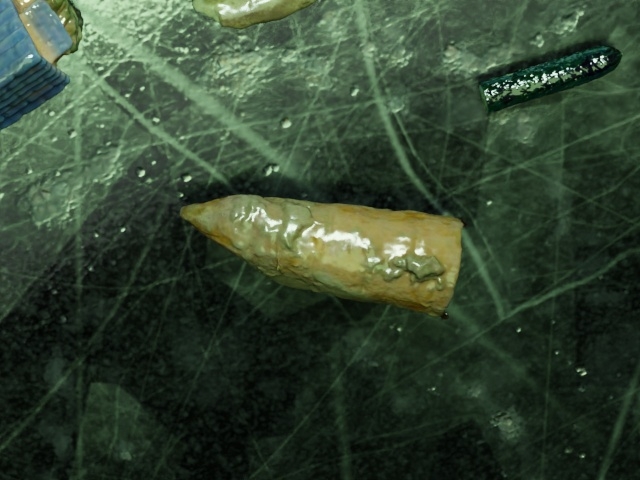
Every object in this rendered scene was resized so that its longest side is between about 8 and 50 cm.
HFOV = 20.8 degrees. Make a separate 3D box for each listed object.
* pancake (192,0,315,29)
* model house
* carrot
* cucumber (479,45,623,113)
[{"bbox_3d":[-0.088,-0.288,1.435,0.286,0.033,0.288,-19,133,-1],"label":"pancake"},{"bbox_3d":[-0.305,-0.171,1.429,0.166,0.172,0.183,-31,114,9],"label":"model house"},{"bbox_3d":[0.000,0.000,1.602,0.263,0.102,0.102,13,112,-7],"label":"carrot"},{"bbox_3d":[0.210,-0.149,1.584,0.133,0.032,0.032,-18,116,0],"label":"cucumber"}]
